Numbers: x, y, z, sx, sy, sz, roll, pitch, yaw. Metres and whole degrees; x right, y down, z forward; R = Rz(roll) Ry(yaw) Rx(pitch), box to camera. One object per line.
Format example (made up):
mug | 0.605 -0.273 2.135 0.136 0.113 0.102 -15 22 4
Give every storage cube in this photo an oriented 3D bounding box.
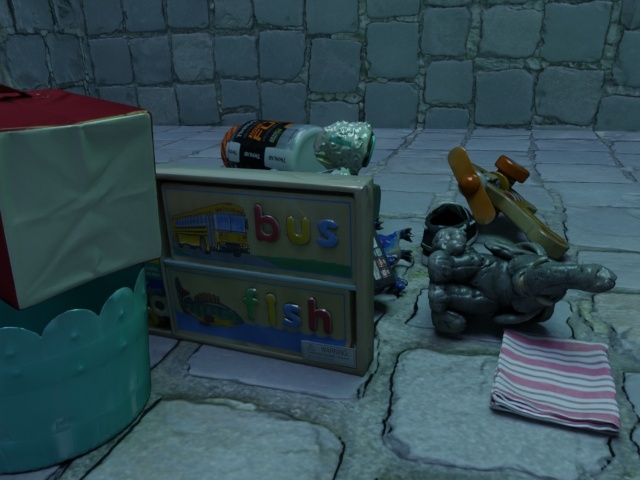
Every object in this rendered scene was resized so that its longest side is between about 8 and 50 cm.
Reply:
storage cube | -0.320 -0.063 0.616 0.193 0.214 0.184 19 27 32

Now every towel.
towel | 0.303 0.170 0.700 0.144 0.029 0.197 7 22 22

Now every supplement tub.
supplement tub | -0.139 -0.263 1.660 0.338 0.206 0.207 15 26 39

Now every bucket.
bucket | -0.344 0.128 0.662 0.282 0.182 0.281 -1 20 1

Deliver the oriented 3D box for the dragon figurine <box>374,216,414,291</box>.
dragon figurine | 0.084 0.014 1.060 0.144 0.085 0.289 -16 26 -34

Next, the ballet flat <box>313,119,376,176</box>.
ballet flat | 0.050 -0.228 1.326 0.147 0.146 0.409 -2 1 -1

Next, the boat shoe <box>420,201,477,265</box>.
boat shoe | 0.284 -0.036 1.167 0.115 0.091 0.302 4 21 15

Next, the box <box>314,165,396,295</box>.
box | 0.000 0.000 0.911 0.183 0.230 0.056 -15 -21 -13

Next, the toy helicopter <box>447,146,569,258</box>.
toy helicopter | 0.404 -0.084 1.177 0.235 0.140 0.355 20 26 -31

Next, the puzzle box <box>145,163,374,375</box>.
puzzle box | -0.123 0.031 0.772 0.410 0.271 0.052 5 22 21

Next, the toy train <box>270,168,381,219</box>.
toy train | -0.013 -0.101 1.332 0.334 0.142 0.190 10 11 34

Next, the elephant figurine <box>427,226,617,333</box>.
elephant figurine | 0.288 0.066 0.807 0.240 0.169 0.186 -2 33 18
